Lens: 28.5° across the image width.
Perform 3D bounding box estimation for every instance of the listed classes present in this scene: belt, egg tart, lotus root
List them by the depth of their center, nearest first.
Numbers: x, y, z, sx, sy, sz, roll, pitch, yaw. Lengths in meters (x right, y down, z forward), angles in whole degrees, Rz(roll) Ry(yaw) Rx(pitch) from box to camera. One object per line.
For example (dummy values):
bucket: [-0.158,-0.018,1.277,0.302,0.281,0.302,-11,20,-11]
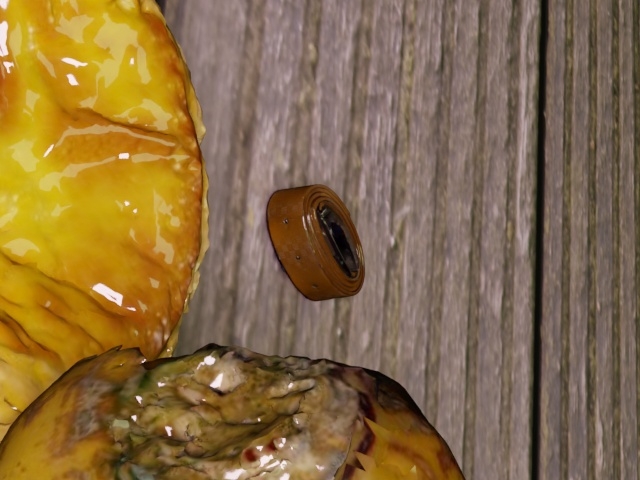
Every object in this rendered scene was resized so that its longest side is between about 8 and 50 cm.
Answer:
egg tart: [-0.164,-0.044,0.510,0.295,0.116,0.295,15,71,-52]
lotus root: [-0.035,0.178,0.514,0.397,0.196,0.179,91,21,-48]
belt: [0.000,0.000,0.816,0.083,0.036,0.059,61,37,-29]
